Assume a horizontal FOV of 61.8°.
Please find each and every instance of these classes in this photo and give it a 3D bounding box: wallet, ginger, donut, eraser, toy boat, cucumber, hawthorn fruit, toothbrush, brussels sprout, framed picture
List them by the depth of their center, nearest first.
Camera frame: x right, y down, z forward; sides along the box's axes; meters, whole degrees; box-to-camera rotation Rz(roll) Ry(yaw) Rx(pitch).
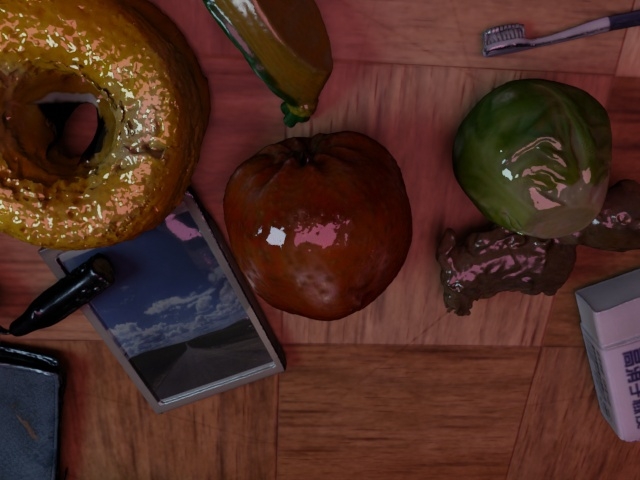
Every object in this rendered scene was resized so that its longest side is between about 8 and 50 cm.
[{"bbox_3d":[-0.063,-0.204,0.474,0.088,0.089,0.229,-12,123,46],"label":"toy boat"},{"bbox_3d":[-0.225,-0.110,0.486,0.253,0.118,0.254,-1,100,-7],"label":"donut"},{"bbox_3d":[0.199,-0.080,0.506,0.155,0.155,0.117,-21,150,6],"label":"brussels sprout"},{"bbox_3d":[0.000,0.000,0.513,0.179,0.179,0.201,-6,123,-1],"label":"hawthorn fruit"},{"bbox_3d":[0.297,-0.213,0.514,0.287,0.024,0.026,-9,101,2],"label":"toothbrush"},{"bbox_3d":[0.268,0.005,0.576,0.290,0.084,0.122,-18,108,4],"label":"ginger"},{"bbox_3d":[-0.292,0.071,0.581,0.163,0.039,0.043,-34,90,14],"label":"cucumber"},{"bbox_3d":[-0.172,0.080,0.620,0.189,0.023,0.260,-20,114,9],"label":"framed picture"},{"bbox_3d":[0.399,0.137,0.653,0.124,0.068,0.210,-21,114,9],"label":"eraser"},{"bbox_3d":[-0.430,0.293,0.686,0.190,0.046,0.379,11,112,-9],"label":"wallet"}]
